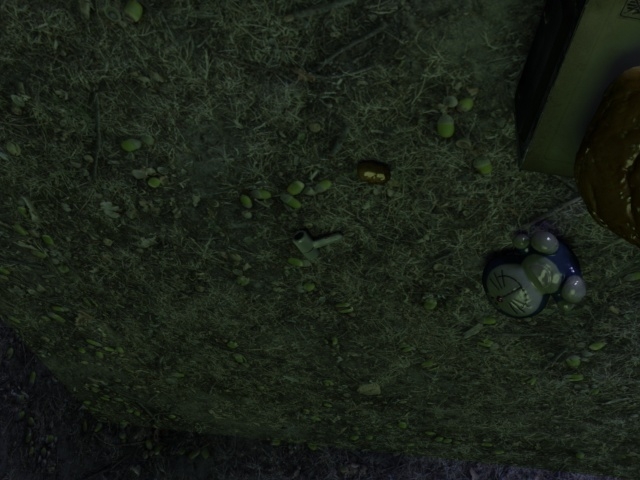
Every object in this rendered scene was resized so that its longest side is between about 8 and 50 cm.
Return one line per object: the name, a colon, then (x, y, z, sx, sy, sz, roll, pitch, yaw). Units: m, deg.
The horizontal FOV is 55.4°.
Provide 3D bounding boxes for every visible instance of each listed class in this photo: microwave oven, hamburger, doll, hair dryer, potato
microwave oven: (0.524, -0.314, 1.003, 0.333, 0.247, 0.394, 10, 140, 4)
hamburger: (0.505, -0.117, 0.865, 0.134, 0.265, 0.284, -19, 131, -31)
doll: (0.536, 0.097, 1.568, 0.258, 0.154, 0.228, -37, 88, 34)
hair dryer: (0.000, 0.000, 1.671, 0.137, 0.047, 0.082, -16, 132, 22)
potato: (0.126, -0.160, 1.447, 0.083, 0.040, 0.051, 16, 118, 3)
